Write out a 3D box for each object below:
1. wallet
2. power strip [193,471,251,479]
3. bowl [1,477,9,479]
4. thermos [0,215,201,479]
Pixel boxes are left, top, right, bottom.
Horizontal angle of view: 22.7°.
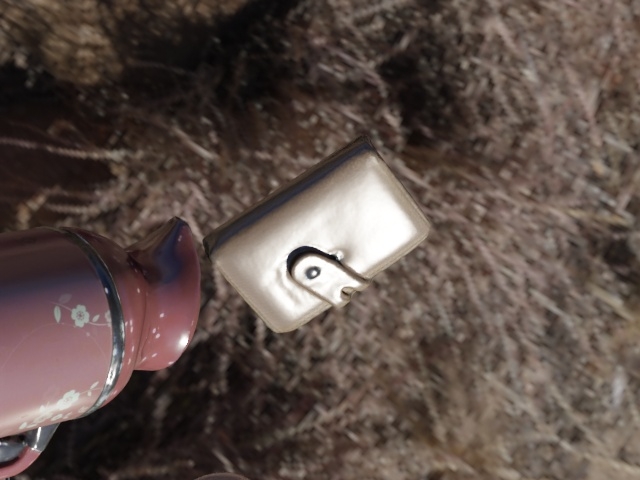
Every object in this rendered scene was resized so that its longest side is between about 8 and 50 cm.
[{"bbox_3d":[0.000,0.000,1.211,0.153,0.039,0.118,-35,127,6],"label":"wallet"},{"bbox_3d":[-0.089,0.285,1.421,0.154,0.154,0.078,-49,130,-7],"label":"power strip"},{"bbox_3d":[-0.371,0.156,1.434,0.157,0.345,0.345,-7,119,-11],"label":"bowl"},{"bbox_3d":[-0.189,0.067,0.829,0.330,0.109,0.136,-11,92,-48],"label":"thermos"}]
